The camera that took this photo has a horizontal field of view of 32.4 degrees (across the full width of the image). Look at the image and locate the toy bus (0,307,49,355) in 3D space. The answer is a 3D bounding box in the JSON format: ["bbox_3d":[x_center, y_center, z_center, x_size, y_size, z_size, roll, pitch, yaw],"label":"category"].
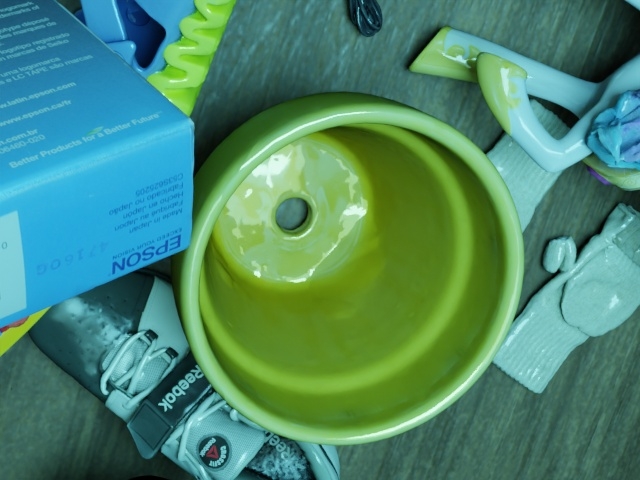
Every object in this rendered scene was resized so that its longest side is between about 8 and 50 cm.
[{"bbox_3d":[-0.252,0.010,0.815,0.220,0.211,0.149,-46,119,-22],"label":"toy bus"}]

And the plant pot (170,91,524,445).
[{"bbox_3d":[0.000,0.000,0.881,0.254,0.239,0.253,-4,106,-13],"label":"plant pot"}]

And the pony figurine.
[{"bbox_3d":[0.314,-0.149,0.927,0.363,0.303,0.351,40,95,-1],"label":"pony figurine"}]

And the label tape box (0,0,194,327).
[{"bbox_3d":[-0.282,-0.084,0.730,0.249,0.348,0.115,-26,139,-31],"label":"label tape box"}]

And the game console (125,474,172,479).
[{"bbox_3d":[-0.085,0.288,0.988,0.361,0.043,0.213,24,143,-31],"label":"game console"}]

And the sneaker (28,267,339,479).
[{"bbox_3d":[-0.104,0.135,0.946,0.331,0.146,0.122,35,96,-19],"label":"sneaker"}]

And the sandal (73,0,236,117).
[{"bbox_3d":[-0.126,-0.201,0.825,0.138,0.126,0.317,25,118,-8],"label":"sandal"}]

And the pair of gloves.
[{"bbox_3d":[0.208,0.014,1.045,0.204,0.042,0.240,-44,112,0],"label":"pair of gloves"}]

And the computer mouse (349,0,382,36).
[{"bbox_3d":[0.097,-0.262,0.939,0.193,0.042,0.106,-28,106,0],"label":"computer mouse"}]
